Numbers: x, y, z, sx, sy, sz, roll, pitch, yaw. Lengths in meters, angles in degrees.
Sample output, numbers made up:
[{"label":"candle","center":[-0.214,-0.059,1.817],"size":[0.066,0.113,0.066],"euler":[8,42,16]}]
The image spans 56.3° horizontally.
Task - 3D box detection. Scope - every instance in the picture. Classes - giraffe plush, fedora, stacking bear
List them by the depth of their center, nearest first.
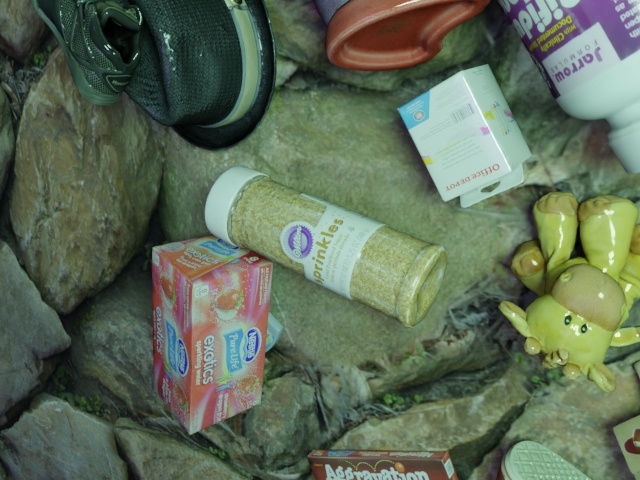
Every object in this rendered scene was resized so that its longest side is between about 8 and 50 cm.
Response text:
[{"label":"giraffe plush","center":[0.281,0.066,0.659],"size":[0.181,0.170,0.210],"euler":[11,114,32]},{"label":"stacking bear","center":[0.049,-0.357,0.663],"size":[0.175,0.164,0.289],"euler":[152,105,-72]},{"label":"fedora","center":[-0.225,-0.288,0.893],"size":[0.334,0.152,0.334],"euler":[14,116,31]}]

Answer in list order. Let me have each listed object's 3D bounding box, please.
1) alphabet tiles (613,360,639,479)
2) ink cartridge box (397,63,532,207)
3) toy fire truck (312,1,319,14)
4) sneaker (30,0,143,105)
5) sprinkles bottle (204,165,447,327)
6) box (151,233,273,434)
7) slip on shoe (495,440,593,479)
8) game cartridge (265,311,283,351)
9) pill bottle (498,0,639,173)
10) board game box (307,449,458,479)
[{"label":"alphabet tiles","center":[0.448,0.237,0.571],"size":[0.285,0.011,0.343],"euler":[-46,39,38]},{"label":"ink cartridge box","center":[0.177,-0.120,0.712],"size":[0.092,0.090,0.143],"euler":[-24,94,39]},{"label":"toy fire truck","center":[-0.029,-0.366,0.789],"size":[0.135,0.047,0.192],"euler":[-21,96,39]},{"label":"sneaker","center":[-0.308,-0.310,0.797],"size":[0.130,0.087,0.228],"euler":[-31,84,37]},{"label":"sprinkles bottle","center":[0.000,0.000,0.868],"size":[0.355,0.121,0.121],"euler":[23,120,26]},{"label":"box","center":[-0.188,0.154,1.026],"size":[0.142,0.154,0.300],"euler":[32,125,42]},{"label":"slip on shoe","center":[0.368,0.405,0.773],"size":[0.331,0.123,0.101],"euler":[38,133,24]},{"label":"game cartridge","center":[-0.101,0.167,1.073],"size":[0.056,0.017,0.083],"euler":[43,127,10]},{"label":"pill bottle","center":[0.270,-0.221,0.554],"size":[0.169,0.169,0.302],"euler":[-31,88,39]},{"label":"board game box","center":[0.112,0.427,1.018],"size":[0.281,0.027,0.145],"euler":[-16,97,39]}]
